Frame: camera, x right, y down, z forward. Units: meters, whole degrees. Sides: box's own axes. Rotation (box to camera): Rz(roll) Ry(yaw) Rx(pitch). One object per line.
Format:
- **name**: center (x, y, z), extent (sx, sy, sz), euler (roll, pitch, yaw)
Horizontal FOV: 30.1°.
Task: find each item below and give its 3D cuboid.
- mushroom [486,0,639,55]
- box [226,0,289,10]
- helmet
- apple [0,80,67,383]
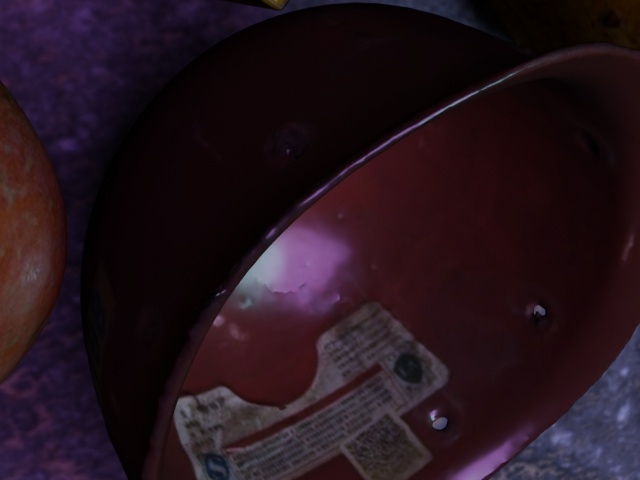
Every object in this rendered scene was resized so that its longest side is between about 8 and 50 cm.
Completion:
- **mushroom**: center (0.229, -0.182, 0.746), extent (0.263, 0.195, 0.283), euler (-12, 140, 17)
- **box**: center (-0.117, -0.201, 0.610), extent (0.220, 0.141, 0.064), euler (31, 88, -29)
- **helmet**: center (0.000, 0.000, 0.658), extent (0.337, 0.230, 0.385), euler (-25, 142, -23)
- **apple**: center (-0.244, 0.003, 0.537), extent (0.253, 0.253, 0.254), euler (-8, 108, -25)
